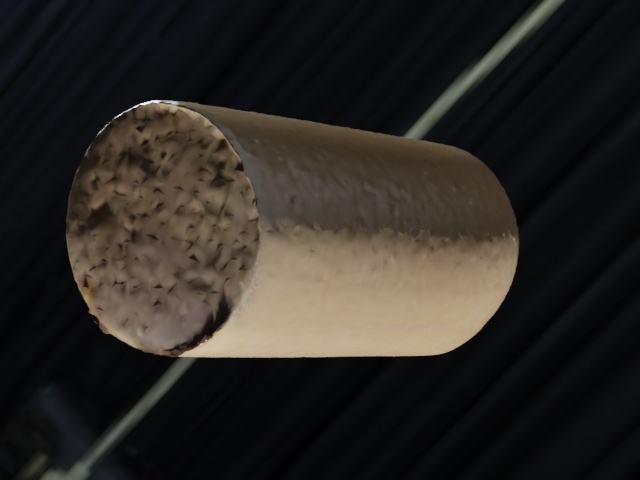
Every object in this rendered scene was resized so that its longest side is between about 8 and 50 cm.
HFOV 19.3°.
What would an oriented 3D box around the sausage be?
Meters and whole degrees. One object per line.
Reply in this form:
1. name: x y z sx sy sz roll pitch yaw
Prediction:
1. sausage: 0.000 0.000 0.968 0.253 0.123 0.123 4 -139 -52
